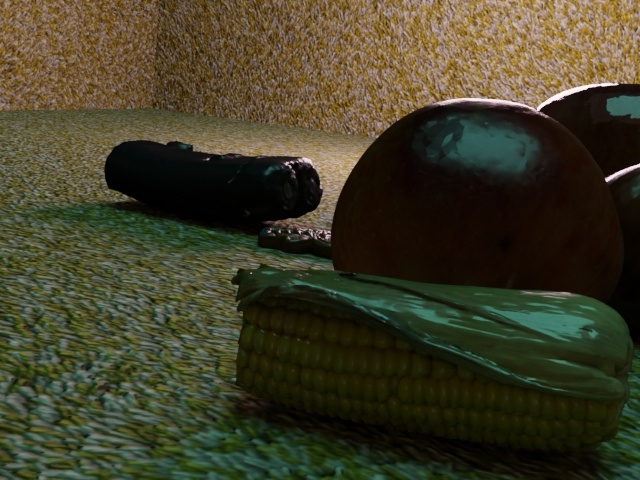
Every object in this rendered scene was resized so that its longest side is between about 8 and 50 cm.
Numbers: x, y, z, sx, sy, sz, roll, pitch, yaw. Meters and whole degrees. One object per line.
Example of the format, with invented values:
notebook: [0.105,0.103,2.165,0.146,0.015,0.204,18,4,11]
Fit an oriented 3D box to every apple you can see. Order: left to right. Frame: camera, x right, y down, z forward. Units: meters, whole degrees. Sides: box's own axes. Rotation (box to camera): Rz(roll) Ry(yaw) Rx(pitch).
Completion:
apple: [0.139,-0.034,0.994,0.292,0.163,0.251,0,46,23]
apple: [0.458,-0.078,1.508,0.344,0.270,0.345,9,-10,2]

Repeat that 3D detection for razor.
razor: [-0.169,-0.092,1.598,0.326,0.107,0.189,10,11,27]

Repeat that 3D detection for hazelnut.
hazelnut: [0.370,0.009,1.119,0.210,0.186,0.210,1,-22,1]

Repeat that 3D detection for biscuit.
biscuit: [0.000,0.000,1.418,0.175,0.026,0.124,6,10,0]

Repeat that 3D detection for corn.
corn: [0.072,0.077,0.746,0.305,0.122,0.123,8,29,15]
